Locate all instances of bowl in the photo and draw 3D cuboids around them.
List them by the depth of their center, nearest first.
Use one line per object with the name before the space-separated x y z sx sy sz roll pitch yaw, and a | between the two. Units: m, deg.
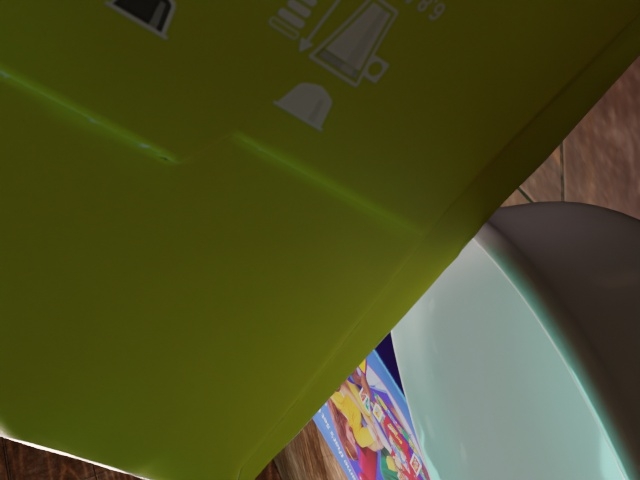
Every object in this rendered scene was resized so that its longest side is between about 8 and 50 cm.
bowl | 0.145 0.102 0.516 0.298 0.134 0.298 162 90 -79

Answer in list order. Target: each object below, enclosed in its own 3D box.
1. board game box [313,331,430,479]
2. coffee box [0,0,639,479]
board game box | 0.045 0.109 1.002 0.347 0.078 0.233 57 157 27
coffee box | -0.100 -0.164 0.429 0.337 0.338 0.334 27 -158 -38
